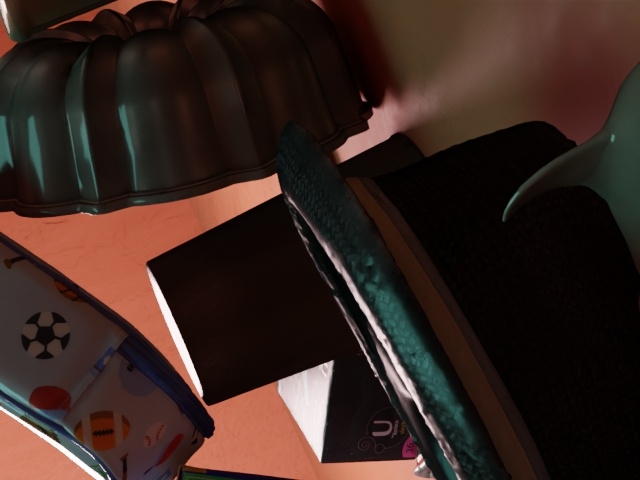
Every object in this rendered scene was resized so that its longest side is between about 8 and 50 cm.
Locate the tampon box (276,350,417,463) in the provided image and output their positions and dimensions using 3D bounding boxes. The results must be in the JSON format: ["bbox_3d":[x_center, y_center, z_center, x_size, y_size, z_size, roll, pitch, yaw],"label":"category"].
[{"bbox_3d":[0.030,0.128,1.653,0.161,0.101,0.120,-129,42,-62],"label":"tampon box"}]

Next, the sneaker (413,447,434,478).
[{"bbox_3d":[0.119,0.181,1.584,0.158,0.061,0.065,87,-175,-65],"label":"sneaker"}]

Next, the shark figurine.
[{"bbox_3d":[0.139,-0.005,0.736,0.278,0.116,0.166,79,166,-48],"label":"shark figurine"}]

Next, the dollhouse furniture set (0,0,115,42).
[{"bbox_3d":[-0.204,-0.396,1.309,0.362,0.256,0.394,110,136,-77],"label":"dollhouse furniture set"}]

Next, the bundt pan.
[{"bbox_3d":[-0.127,-0.127,1.378,0.331,0.330,0.124,-140,37,-71],"label":"bundt pan"}]

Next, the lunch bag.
[{"bbox_3d":[-0.228,0.082,1.344,0.303,0.115,0.243,37,171,15],"label":"lunch bag"}]

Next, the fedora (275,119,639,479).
[{"bbox_3d":[0.110,0.054,0.894,0.334,0.152,0.334,60,177,6],"label":"fedora"}]

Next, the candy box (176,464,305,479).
[{"bbox_3d":[0.031,0.269,1.390,0.268,0.317,0.122,110,165,-77],"label":"candy box"}]

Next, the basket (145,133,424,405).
[{"bbox_3d":[-0.014,0.032,1.368,0.204,0.226,0.154,92,153,-72],"label":"basket"}]
